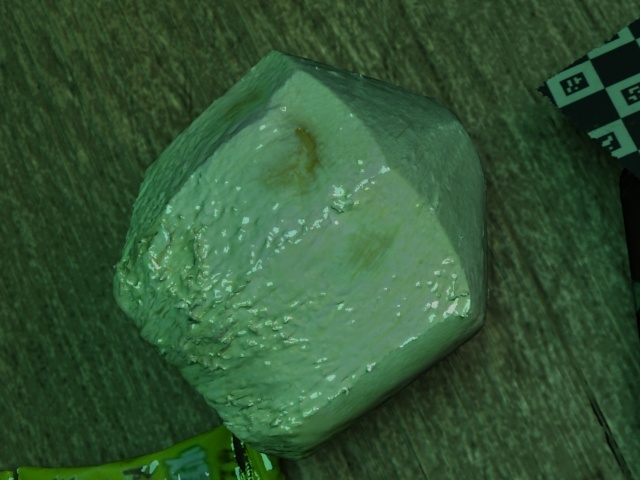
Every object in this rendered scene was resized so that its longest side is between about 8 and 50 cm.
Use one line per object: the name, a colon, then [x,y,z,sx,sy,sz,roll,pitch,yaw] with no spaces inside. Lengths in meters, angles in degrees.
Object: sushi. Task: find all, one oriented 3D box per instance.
sushi: [0.330,-0.100,1.127,0.192,0.043,0.279,-34,42,-2]

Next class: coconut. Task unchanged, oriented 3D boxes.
coconut: [0.000,0.000,1.172,0.309,0.297,0.297,-42,73,5]

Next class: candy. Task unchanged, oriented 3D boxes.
candy: [-0.165,0.273,1.255,0.297,0.081,0.187,-15,74,9]

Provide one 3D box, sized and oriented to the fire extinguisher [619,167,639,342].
fire extinguisher: [0.317,0.026,1.187,0.135,0.114,0.337,-21,70,54]
